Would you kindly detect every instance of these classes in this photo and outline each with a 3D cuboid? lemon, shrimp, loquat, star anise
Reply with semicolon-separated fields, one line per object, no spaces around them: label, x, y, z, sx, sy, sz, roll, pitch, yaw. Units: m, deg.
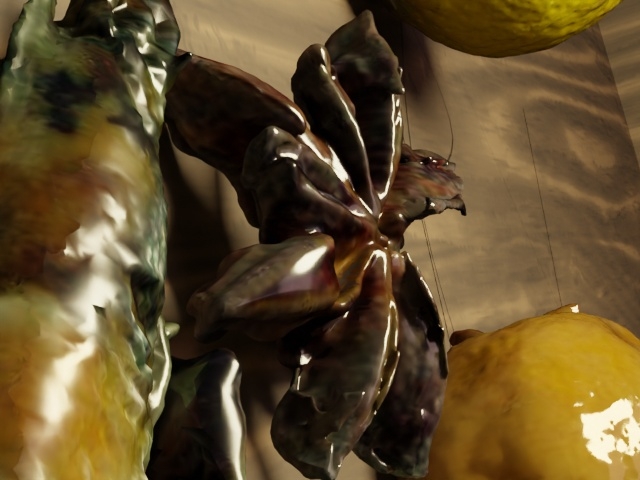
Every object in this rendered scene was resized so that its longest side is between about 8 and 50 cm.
lemon;0.139;-0.271;1.482;0.253;0.253;0.310;-91;157;-43
shrimp;-0.075;0.061;0.751;0.272;0.085;0.445;61;22;-53
loquat;0.151;0.161;1.197;0.238;0.193;0.238;50;28;-39
star anise;0.002;0.004;0.979;0.212;0.129;0.282;48;32;-51
